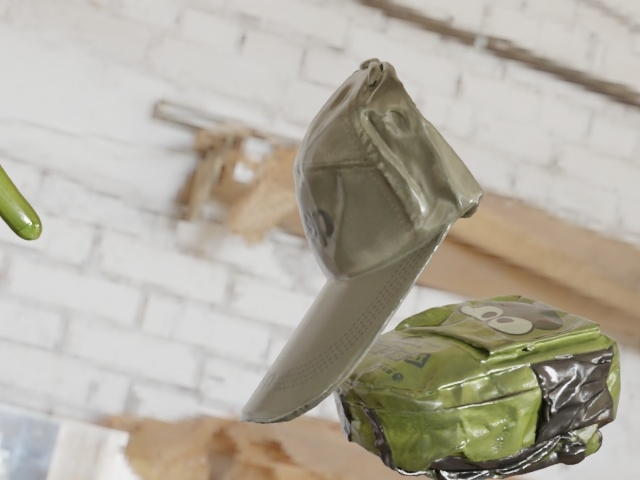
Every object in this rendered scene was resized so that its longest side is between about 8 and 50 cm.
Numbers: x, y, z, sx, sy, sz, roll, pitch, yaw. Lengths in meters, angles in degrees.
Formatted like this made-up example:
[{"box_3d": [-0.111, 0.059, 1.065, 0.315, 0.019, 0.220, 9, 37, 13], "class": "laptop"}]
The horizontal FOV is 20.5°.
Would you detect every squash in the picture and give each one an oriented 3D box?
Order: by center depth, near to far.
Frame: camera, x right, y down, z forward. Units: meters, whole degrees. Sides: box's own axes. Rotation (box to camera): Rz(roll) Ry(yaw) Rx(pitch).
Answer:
[{"box_3d": [-0.254, -0.034, 1.428, 0.083, 0.027, 0.027, 53, -11, 3], "class": "squash"}]

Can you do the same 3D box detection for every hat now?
[{"box_3d": [0.000, 0.000, 1.226, 0.149, 0.245, 0.214, 49, -13, -3], "class": "hat"}]

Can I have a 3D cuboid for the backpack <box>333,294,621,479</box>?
[{"box_3d": [0.135, 0.139, 1.612, 0.253, 0.140, 0.207, -12, 16, -29], "class": "backpack"}]
